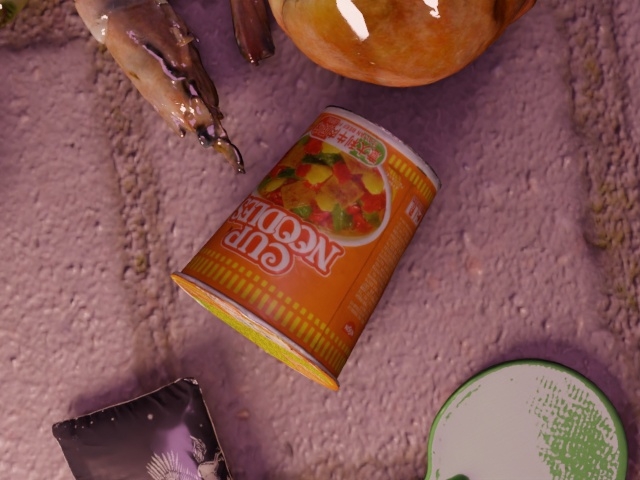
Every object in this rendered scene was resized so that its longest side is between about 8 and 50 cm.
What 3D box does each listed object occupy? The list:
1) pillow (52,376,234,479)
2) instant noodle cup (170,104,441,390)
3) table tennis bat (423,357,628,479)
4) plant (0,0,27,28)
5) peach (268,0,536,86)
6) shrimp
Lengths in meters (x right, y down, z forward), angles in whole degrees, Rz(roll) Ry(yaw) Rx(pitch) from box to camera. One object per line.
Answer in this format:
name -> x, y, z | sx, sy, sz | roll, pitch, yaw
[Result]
pillow -> -0.124, 0.226, 1.316 | 0.141, 0.055, 0.208 | -20, 87, 7
instant noodle cup -> 0.000, 0.000, 1.282 | 0.168, 0.168, 0.185 | 35, 82, 2
table tennis bat -> 0.130, 0.198, 1.324 | 0.257, 0.039, 0.160 | -26, 88, -5
plant -> -0.220, -0.325, 1.290 | 0.333, 0.180, 0.251 | -27, 110, -8
peach -> 0.078, -0.224, 1.254 | 0.235, 0.214, 0.214 | -6, 88, -19
shrimp -> -0.105, -0.180, 1.334 | 0.145, 0.059, 0.254 | -39, 83, -10
